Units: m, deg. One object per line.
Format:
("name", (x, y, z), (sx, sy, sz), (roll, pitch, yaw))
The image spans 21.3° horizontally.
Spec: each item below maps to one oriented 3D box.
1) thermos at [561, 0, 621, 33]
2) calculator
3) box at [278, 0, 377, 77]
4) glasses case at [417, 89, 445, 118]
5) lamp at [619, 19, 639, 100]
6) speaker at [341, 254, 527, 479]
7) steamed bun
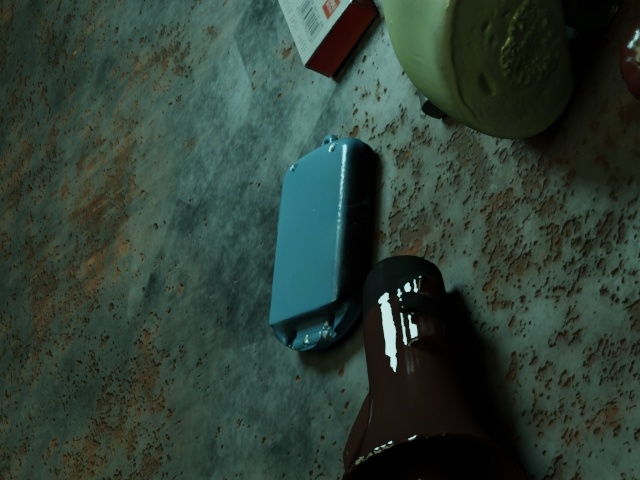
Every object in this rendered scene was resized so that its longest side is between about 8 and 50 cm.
("thermos", (0.251, -0.292, 1.882), (0.073, 0.083, 0.188), (-61, 38, 11))
("calculator", (0.000, 0.000, 2.165), (0.173, 0.051, 0.293), (-24, 56, 52))
("box", (0.000, -0.339, 2.328), (0.123, 0.050, 0.229), (-52, 37, 27))
("glasses case", (0.140, -0.241, 2.075), (0.072, 0.042, 0.190), (-36, 47, 34))
("lamp", (0.345, -0.178, 1.676), (0.101, 0.090, 0.101), (2, 94, 26))
("speaker", (0.111, 0.198, 1.862), (0.329, 0.198, 0.259), (-94, -5, -55))
("steamed bun", (0.158, -0.229, 1.843), (0.200, 0.155, 0.250), (39, 154, 53))
